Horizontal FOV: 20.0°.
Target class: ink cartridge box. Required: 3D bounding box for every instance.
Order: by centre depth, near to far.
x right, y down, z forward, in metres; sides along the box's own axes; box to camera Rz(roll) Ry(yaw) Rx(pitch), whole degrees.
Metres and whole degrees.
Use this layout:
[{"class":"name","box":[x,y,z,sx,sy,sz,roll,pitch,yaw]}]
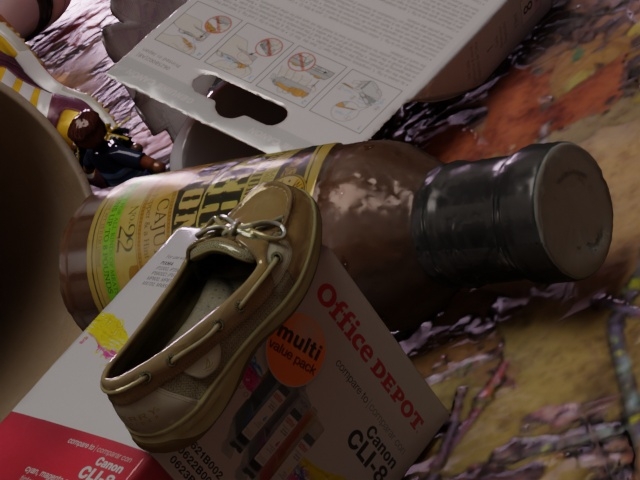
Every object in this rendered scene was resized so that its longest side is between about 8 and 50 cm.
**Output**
[{"class":"ink cartridge box","box":[-0.053,0.098,0.891,0.127,0.128,0.176,7,50,51]},{"class":"ink cartridge box","box":[0.009,-0.130,1.168,0.189,0.066,0.232,26,63,30]}]

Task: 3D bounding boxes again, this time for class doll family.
[{"class":"doll family","box":[-0.165,-0.048,1.259,0.193,0.111,0.076,-11,36,38]}]

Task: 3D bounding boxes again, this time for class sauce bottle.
[{"class":"sauce bottle","box":[0.000,0.000,1.003,0.344,0.111,0.111,-10,37,41]}]

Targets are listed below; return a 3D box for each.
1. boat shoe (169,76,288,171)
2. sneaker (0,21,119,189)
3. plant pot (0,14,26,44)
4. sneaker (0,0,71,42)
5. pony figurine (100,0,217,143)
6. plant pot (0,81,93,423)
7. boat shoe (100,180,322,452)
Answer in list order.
[{"class":"boat shoe","box":[-0.037,-0.103,1.242,0.076,0.080,0.228,-9,37,51]},{"class":"sneaker","box":[-0.223,-0.088,1.356,0.185,0.069,0.084,39,52,25]},{"class":"plant pot","box":[-0.350,-0.083,1.453,0.188,0.205,0.205,-34,23,38]},{"class":"sneaker","box":[-0.416,-0.196,1.738,0.366,0.137,0.210,0,42,44]},{"class":"pony figurine","box":[-0.123,-0.256,1.375,0.363,0.303,0.351,7,21,33]},{"class":"plant pot","box":[-0.303,0.022,1.207,0.256,0.256,0.274,-46,13,-19]},{"class":"boat shoe","box":[-0.048,0.024,0.815,0.056,0.048,0.153,4,48,39]}]
